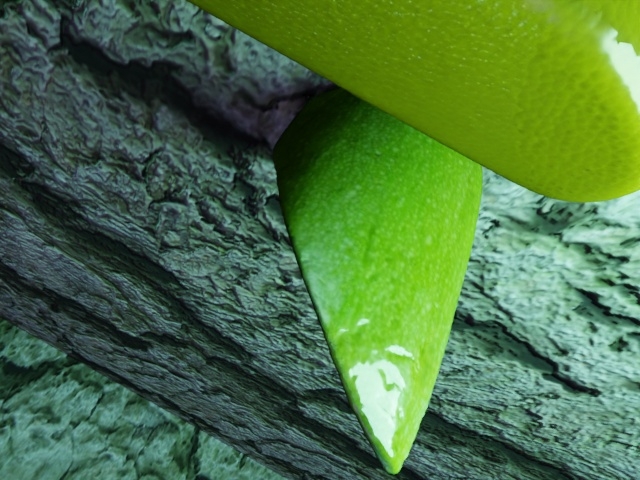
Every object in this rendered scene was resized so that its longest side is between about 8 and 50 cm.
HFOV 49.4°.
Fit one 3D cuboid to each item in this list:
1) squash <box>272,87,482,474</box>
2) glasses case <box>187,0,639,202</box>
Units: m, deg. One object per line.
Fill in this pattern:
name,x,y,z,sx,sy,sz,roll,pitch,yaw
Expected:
squash,0.000,0.000,0.518,0.203,0.289,0.111,3,137,29
glasses case,0.046,-0.171,0.371,0.371,0.141,0.173,28,165,-2
